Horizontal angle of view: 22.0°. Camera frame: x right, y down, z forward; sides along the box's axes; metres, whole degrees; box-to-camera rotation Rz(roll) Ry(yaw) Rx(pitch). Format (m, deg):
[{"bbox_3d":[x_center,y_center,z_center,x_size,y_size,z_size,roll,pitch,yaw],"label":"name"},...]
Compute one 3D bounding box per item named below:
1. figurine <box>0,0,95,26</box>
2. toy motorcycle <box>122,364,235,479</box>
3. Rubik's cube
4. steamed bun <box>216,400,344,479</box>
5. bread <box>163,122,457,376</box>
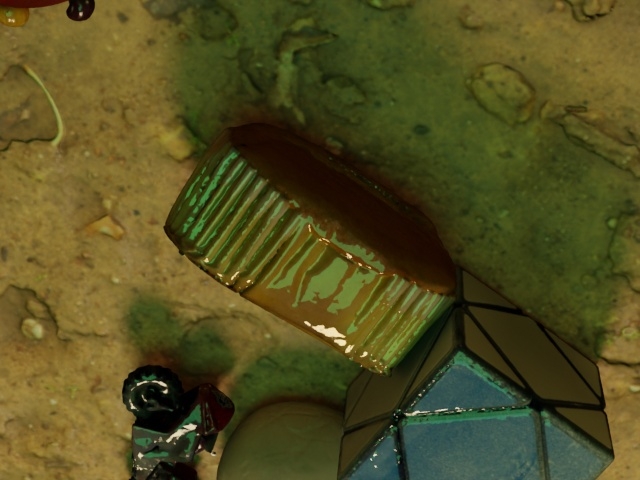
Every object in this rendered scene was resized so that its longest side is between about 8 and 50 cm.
[{"bbox_3d":[-0.275,-0.353,1.510,0.320,0.196,0.323,-27,98,8],"label":"figurine"},{"bbox_3d":[-0.157,0.224,1.813,0.122,0.082,0.213,5,125,2],"label":"toy motorcycle"},{"bbox_3d":[0.156,0.188,1.700,0.205,0.207,0.205,36,112,-12],"label":"Rubik's cube"},{"bbox_3d":[-0.003,0.279,1.793,0.228,0.131,0.177,23,112,-3],"label":"steamed bun"},{"bbox_3d":[0.000,0.000,1.644,0.288,0.204,0.156,34,101,-5],"label":"bread"}]
